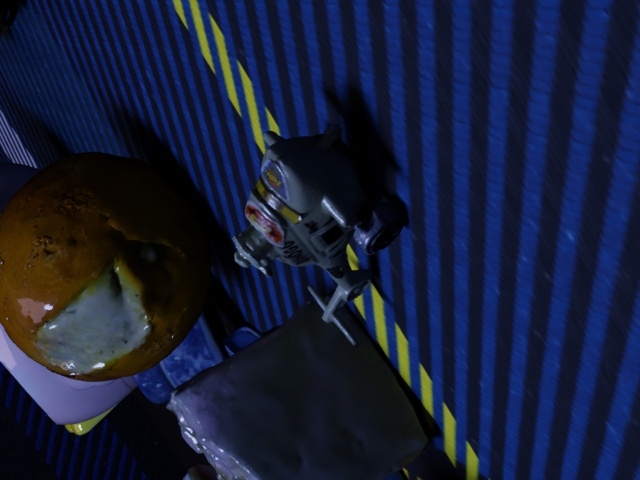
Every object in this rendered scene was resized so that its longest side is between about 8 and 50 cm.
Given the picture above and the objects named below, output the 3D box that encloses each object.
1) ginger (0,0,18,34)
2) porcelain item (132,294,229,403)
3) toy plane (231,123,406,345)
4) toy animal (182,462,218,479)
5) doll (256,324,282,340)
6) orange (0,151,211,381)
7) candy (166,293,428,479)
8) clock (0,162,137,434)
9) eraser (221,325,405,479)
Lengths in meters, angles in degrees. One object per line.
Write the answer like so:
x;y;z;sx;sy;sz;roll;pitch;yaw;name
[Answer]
-0.386;-0.243;1.653;0.309;0.107;0.133;-97;8;-76;ginger
-0.178;0.112;1.845;0.147;0.114;0.147;-23;-90;-88;porcelain item
0.000;0.000;1.104;0.092;0.108;0.286;47;177;21;toy plane
-0.047;0.397;2.093;0.363;0.180;0.181;53;161;32;toy animal
-0.016;0.137;1.518;0.114;0.085;0.152;3;143;43;doll
-0.228;0.029;1.628;0.240;0.240;0.240;50;166;17;orange
-0.018;0.167;1.382;0.185;0.195;0.137;58;162;3;candy
-0.384;0.051;2.189;0.376;0.250;0.368;55;169;-32;clock
-0.003;0.201;1.710;0.312;0.042;0.144;31;155;58;eraser
